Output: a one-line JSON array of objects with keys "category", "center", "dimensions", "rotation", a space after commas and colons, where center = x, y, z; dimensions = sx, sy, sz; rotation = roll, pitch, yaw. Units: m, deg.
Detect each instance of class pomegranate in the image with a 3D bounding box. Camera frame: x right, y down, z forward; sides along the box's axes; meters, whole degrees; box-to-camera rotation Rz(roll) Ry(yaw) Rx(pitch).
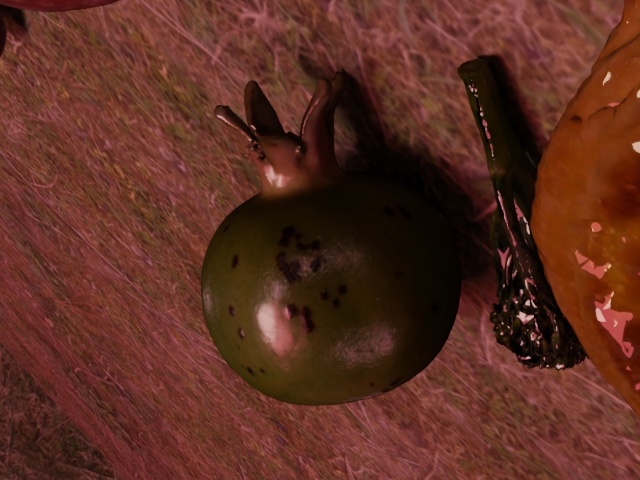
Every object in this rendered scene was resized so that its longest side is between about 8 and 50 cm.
[{"category": "pomegranate", "center": [0.000, 0.000, 0.764], "dimensions": [0.181, 0.181, 0.224], "rotation": [11, 117, 54]}]

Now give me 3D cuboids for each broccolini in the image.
[{"category": "broccolini", "center": [0.126, -0.012, 0.666], "dimensions": [0.068, 0.091, 0.203], "rotation": [-7, 121, 9]}]

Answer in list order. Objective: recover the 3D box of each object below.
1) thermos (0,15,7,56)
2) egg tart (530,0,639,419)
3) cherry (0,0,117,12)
[{"category": "thermos", "center": [-0.415, -0.253, 1.118], "dimensions": [0.232, 0.124, 0.099], "rotation": [44, 154, 26]}, {"category": "egg tart", "center": [0.241, 0.018, 0.413], "dimensions": [0.341, 0.129, 0.341], "rotation": [38, 153, 23]}, {"category": "cherry", "center": [-0.209, -0.236, 0.725], "dimensions": [0.249, 0.175, 0.192], "rotation": [42, 165, 10]}]
